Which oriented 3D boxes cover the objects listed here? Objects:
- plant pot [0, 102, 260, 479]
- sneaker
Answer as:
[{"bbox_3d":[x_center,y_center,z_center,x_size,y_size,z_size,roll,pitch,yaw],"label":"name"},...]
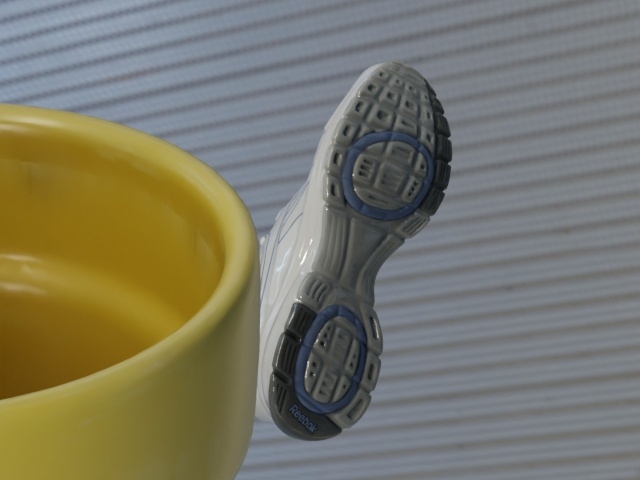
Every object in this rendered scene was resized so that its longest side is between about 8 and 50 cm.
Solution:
[{"bbox_3d":[-0.148,0.102,0.751,0.254,0.254,0.239,19,122,32],"label":"plant pot"},{"bbox_3d":[0.000,0.000,1.462,0.129,0.111,0.297,0,63,56],"label":"sneaker"}]
